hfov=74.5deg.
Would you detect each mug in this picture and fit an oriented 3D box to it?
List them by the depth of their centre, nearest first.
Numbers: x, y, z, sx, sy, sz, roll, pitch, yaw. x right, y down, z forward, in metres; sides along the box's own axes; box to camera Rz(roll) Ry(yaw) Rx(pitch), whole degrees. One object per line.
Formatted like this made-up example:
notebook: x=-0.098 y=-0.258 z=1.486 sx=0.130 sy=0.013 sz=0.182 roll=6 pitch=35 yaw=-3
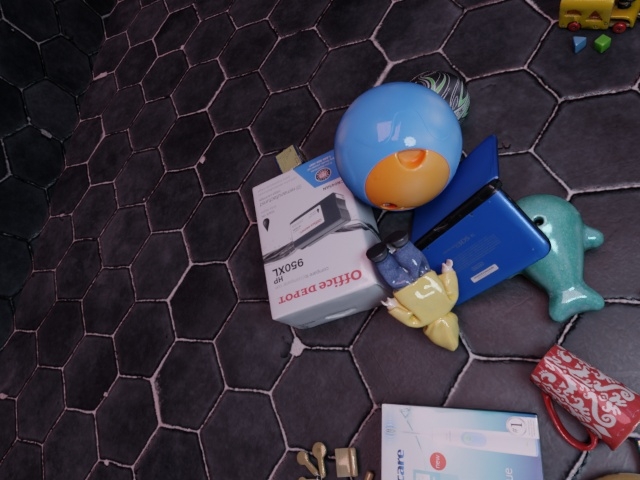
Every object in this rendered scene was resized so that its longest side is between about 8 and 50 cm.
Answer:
mug: x=0.484 y=0.298 z=0.788 sx=0.150 sy=0.113 sz=0.169 roll=-50 pitch=54 yaw=0

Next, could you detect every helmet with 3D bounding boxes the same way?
helmet: x=0.303 y=-0.350 z=1.097 sx=0.169 sy=0.169 sz=0.162 roll=-27 pitch=45 yaw=16

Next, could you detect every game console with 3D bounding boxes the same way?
game console: x=0.340 y=-0.037 z=0.944 sx=0.250 sy=0.173 sz=0.293 roll=50 pitch=141 yaw=8

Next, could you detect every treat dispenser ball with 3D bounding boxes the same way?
treat dispenser ball: x=0.174 y=-0.211 z=0.965 sx=0.288 sy=0.288 sz=0.288 roll=-10 pitch=67 yaw=24

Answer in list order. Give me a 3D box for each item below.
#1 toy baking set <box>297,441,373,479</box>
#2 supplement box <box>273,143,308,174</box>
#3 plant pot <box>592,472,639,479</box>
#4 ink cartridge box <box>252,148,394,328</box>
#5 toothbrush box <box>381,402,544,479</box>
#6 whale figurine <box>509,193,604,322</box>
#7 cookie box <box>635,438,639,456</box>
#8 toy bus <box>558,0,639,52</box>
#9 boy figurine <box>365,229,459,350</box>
toy baking set: x=0.013 y=0.594 z=0.967 sx=0.196 sy=0.030 sz=0.256 roll=9 pitch=75 yaw=33
supplement box: x=-0.087 y=-0.241 z=1.318 sx=0.083 sy=0.056 sz=0.083 roll=-33 pitch=60 yaw=13
plant pot: x=0.540 y=0.516 z=0.691 sx=0.236 sy=0.032 sz=0.236 roll=-6 pitch=79 yaw=33
ink cartridge box: x=0.000 y=0.000 z=1.116 sx=0.285 sy=0.166 sz=0.395 roll=-22 pitch=63 yaw=19
toothbrush box: x=0.277 y=0.443 z=0.829 sx=0.295 sy=0.126 sz=0.216 roll=-6 pitch=69 yaw=27
whale figurine: x=0.476 y=0.026 z=0.875 sx=0.216 sy=0.141 sz=0.272 roll=-22 pitch=63 yaw=18
cookie box: x=0.611 y=0.399 z=0.722 sx=0.091 sy=0.040 sz=0.107 roll=-14 pitch=65 yaw=23
toy bus: x=0.690 y=-0.580 z=1.018 sx=0.202 sy=0.104 sz=0.191 roll=-27 pitch=61 yaw=17
boy figurine: x=0.226 y=0.113 z=0.919 sx=0.177 sy=0.092 sz=0.285 roll=-38 pitch=101 yaw=0
